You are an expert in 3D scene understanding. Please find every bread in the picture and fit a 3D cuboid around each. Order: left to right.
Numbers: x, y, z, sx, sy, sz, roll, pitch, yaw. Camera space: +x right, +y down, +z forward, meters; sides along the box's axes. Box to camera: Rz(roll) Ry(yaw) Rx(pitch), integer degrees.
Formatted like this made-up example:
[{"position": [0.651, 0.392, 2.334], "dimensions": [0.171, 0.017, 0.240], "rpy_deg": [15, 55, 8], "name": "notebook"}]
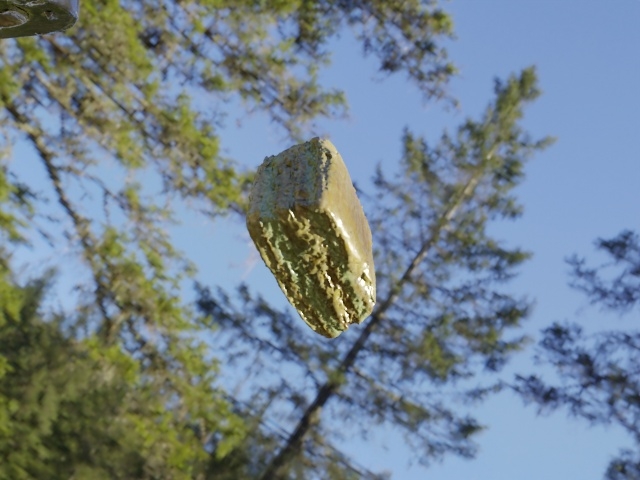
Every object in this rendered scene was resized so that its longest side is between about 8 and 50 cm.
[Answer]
[{"position": [0.000, 0.000, 1.121], "dimensions": [0.102, 0.138, 0.196], "rpy_deg": [-16, -58, 15], "name": "bread"}]

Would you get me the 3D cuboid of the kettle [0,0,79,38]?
[{"position": [-0.265, -0.316, 0.764], "dimensions": [0.269, 0.290, 0.207], "rpy_deg": [1, -1, 36], "name": "kettle"}]
